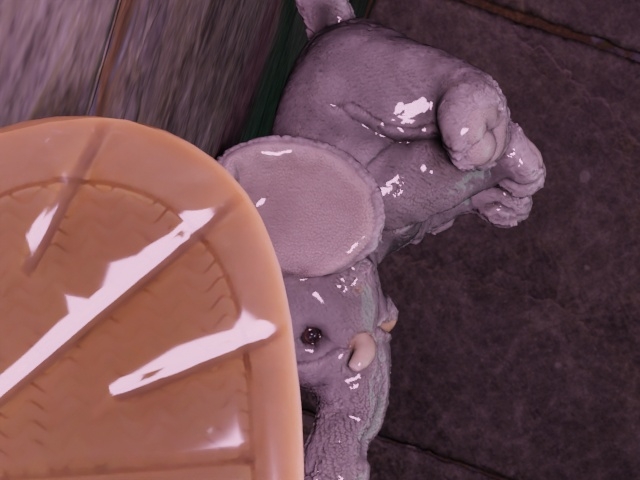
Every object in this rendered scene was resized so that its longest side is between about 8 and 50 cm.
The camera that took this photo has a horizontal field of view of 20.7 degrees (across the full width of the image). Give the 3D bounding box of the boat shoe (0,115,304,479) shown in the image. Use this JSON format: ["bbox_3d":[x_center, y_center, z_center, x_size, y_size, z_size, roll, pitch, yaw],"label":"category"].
[{"bbox_3d":[-0.048,0.132,0.338,0.098,0.109,0.302,113,-24,-72],"label":"boat shoe"}]

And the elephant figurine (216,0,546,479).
[{"bbox_3d":[0.000,0.000,0.988,0.239,0.186,0.169,-45,134,-15],"label":"elephant figurine"}]
